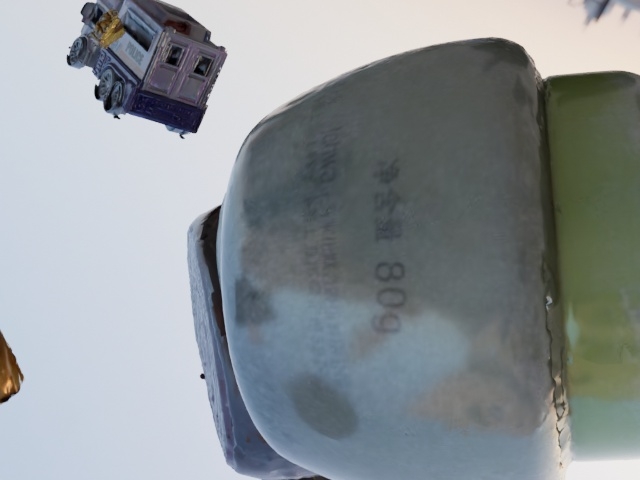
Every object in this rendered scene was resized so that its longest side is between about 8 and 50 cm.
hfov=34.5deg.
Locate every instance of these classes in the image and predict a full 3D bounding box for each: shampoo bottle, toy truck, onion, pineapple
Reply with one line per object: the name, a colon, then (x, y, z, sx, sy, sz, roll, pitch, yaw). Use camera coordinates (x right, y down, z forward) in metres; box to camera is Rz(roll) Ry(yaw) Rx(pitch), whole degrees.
shampoo bottle: (0.092, 0.024, 0.723, 0.317, 0.323, 0.322, -5, -161, 10)
toy truck: (-0.244, -0.262, 1.431, 0.124, 0.155, 0.268, 15, -160, -38)
onion: (-0.009, 0.085, 1.115, 0.260, 0.282, 0.337, -12, -153, -9)
pineapple: (-0.251, -0.245, 1.208, 0.019, 0.045, 0.083, 42, 175, -2)

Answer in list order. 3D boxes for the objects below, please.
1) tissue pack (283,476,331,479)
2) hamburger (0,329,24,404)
tissue pack: (0.075, 0.232, 1.380, 0.198, 0.370, 0.210, 16, 171, 33)
hamburger: (-0.258, 0.068, 0.621, 0.087, 0.102, 0.176, -12, -175, 20)
